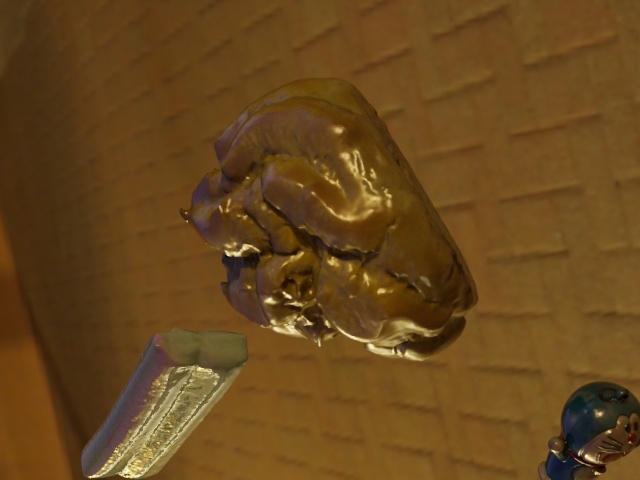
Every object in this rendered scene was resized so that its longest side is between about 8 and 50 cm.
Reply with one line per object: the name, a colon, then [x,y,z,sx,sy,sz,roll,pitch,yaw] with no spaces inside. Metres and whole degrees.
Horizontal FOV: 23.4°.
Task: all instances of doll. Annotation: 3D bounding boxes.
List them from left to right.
doll: [0.285,0.204,1.613,0.085,0.114,0.152,57,137,32]

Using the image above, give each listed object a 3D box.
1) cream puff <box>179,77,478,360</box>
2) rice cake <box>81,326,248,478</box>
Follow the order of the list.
cream puff: [0.001,0.002,1.663,0.324,0.257,0.291,58,-169,-16]
rice cake: [-0.136,0.139,1.283,0.222,0.080,0.042,-53,46,48]
